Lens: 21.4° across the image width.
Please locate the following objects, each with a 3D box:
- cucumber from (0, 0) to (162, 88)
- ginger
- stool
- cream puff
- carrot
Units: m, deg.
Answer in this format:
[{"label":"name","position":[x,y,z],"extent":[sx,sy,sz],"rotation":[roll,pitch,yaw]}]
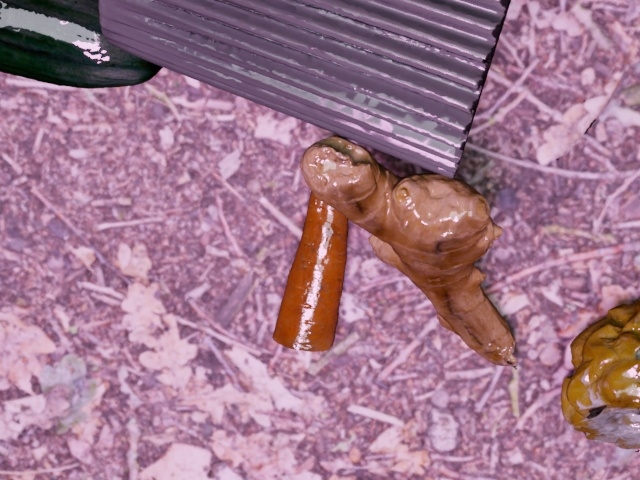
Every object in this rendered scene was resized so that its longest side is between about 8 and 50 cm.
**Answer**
[{"label":"cucumber","position":[-0.266,-0.203,1.598],"extent":[0.244,0.063,0.115],"rotation":[11,106,0]},{"label":"ginger","position":[0.104,0.008,1.562],"extent":[0.148,0.081,0.334],"rotation":[-10,141,21]},{"label":"stool","position":[0.003,-0.240,1.460],"extent":[0.330,0.297,0.297],"rotation":[17,105,4]},{"label":"cream puff","position":[0.303,0.126,1.620],"extent":[0.121,0.156,0.156],"rotation":[7,111,46]},{"label":"carrot","position":[0.000,0.000,1.637],"extent":[0.061,0.061,0.210],"rotation":[10,102,1]}]
